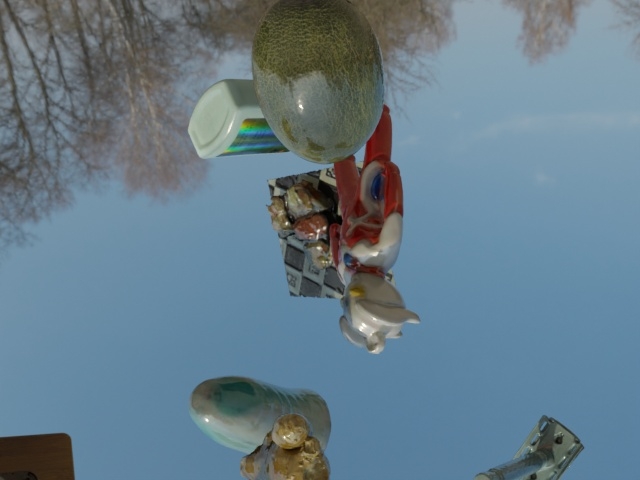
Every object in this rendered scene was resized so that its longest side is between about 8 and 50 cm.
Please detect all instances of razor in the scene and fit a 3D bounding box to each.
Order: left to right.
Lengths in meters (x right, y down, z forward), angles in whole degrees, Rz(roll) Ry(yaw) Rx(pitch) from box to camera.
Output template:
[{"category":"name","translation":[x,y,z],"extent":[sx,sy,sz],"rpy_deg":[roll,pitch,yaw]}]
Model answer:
[{"category":"razor","translation":[0.256,0.297,0.770],"extent":[0.068,0.106,0.231],"rpy_deg":[38,-164,36]}]

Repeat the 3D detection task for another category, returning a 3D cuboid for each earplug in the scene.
[{"category":"earplug","translation":[-0.144,0.362,1.236],"extent":[0.184,0.324,0.185],"rpy_deg":[-20,-126,31]}]

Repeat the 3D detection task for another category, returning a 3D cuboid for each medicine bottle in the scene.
[{"category":"medicine bottle","translation":[-0.066,-0.176,0.864],"extent":[0.228,0.083,0.121],"rpy_deg":[-14,161,-44]}]

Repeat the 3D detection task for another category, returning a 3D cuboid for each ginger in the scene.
[{"category":"ginger","translation":[-0.037,0.296,0.782],"extent":[0.115,0.205,0.081],"rpy_deg":[37,-125,4]}]

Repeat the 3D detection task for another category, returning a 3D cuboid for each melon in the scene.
[{"category":"melon","translation":[0.000,-0.116,0.437],"extent":[0.097,0.131,0.098],"rpy_deg":[-11,-139,10]}]

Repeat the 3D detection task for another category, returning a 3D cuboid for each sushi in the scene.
[{"category":"sushi","translation":[0.000,0.000,1.254],"extent":[0.293,0.293,0.059],"rpy_deg":[-5,-168,39]}]

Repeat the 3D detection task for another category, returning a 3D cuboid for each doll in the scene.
[{"category":"doll","translation":[0.067,-0.016,0.873],"extent":[0.099,0.188,0.384],"rpy_deg":[9,-126,-21]}]

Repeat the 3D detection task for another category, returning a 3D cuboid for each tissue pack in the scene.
[{"category":"tissue pack","translation":[-0.488,0.386,0.845],"extent":[0.245,0.136,0.159],"rpy_deg":[5,-143,-32]}]
